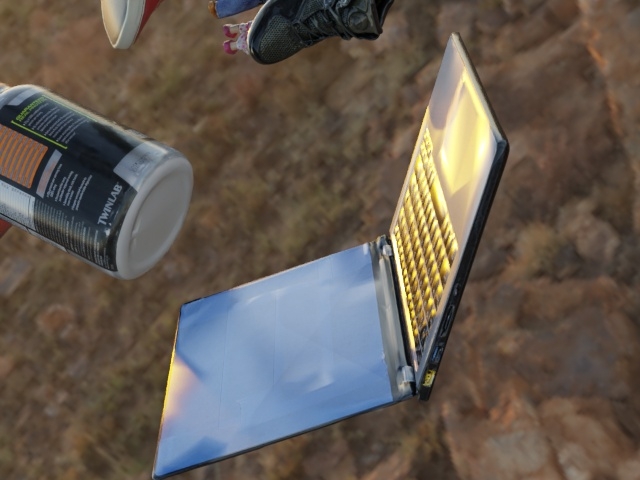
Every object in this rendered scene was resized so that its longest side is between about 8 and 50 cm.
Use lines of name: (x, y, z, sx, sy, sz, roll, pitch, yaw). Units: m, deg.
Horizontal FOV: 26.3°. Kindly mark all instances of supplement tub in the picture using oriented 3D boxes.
supplement tub: (-0.349, -0.092, 1.872, 0.316, 0.193, 0.193, 27, 69, 18)

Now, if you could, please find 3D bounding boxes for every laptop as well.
laptop: (0.000, 0.000, 1.402, 0.382, 0.236, 0.408, -94, 19, -67)

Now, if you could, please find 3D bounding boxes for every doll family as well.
doll family: (-0.101, -0.422, 2.172, 0.163, 0.118, 0.263, -10, 75, 30)

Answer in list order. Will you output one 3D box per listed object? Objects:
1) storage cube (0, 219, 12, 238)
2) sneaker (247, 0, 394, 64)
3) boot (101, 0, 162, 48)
storage cube: (-0.581, -0.029, 1.963, 0.184, 0.215, 0.193, -38, 11, 2)
sneaker: (0.004, -0.301, 1.848, 0.227, 0.087, 0.130, -30, 35, 6)
boot: (-0.192, -0.351, 1.822, 0.176, 0.088, 0.244, -16, -23, -29)
